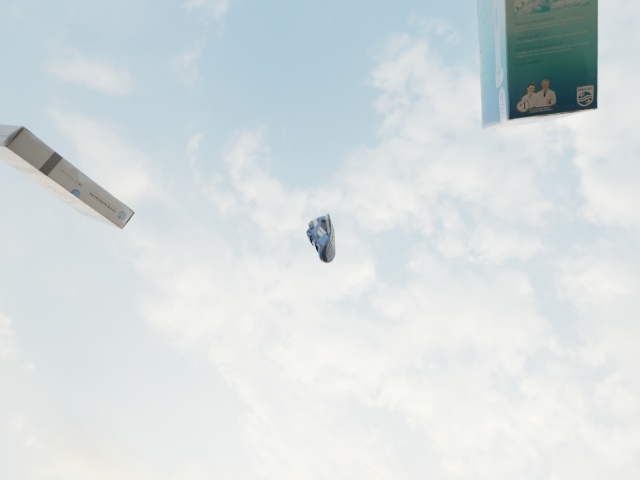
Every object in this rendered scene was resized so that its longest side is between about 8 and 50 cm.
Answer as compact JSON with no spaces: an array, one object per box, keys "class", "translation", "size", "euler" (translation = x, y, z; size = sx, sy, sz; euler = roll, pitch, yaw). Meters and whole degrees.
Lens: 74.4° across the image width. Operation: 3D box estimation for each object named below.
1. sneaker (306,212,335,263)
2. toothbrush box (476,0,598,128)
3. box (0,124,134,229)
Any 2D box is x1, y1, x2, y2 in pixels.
[{"class":"sneaker","translation":[0.000,0.000,0.917],"size":[0.059,0.144,0.053],"euler":[-11,-53,9]},{"class":"toothbrush box","translation":[0.333,-0.341,0.676],"size":[0.126,0.216,0.295],"euler":[-5,-81,12]},{"class":"box","translation":[-0.392,-0.094,0.630],"size":[0.145,0.038,0.186],"euler":[14,-23,37]}]
